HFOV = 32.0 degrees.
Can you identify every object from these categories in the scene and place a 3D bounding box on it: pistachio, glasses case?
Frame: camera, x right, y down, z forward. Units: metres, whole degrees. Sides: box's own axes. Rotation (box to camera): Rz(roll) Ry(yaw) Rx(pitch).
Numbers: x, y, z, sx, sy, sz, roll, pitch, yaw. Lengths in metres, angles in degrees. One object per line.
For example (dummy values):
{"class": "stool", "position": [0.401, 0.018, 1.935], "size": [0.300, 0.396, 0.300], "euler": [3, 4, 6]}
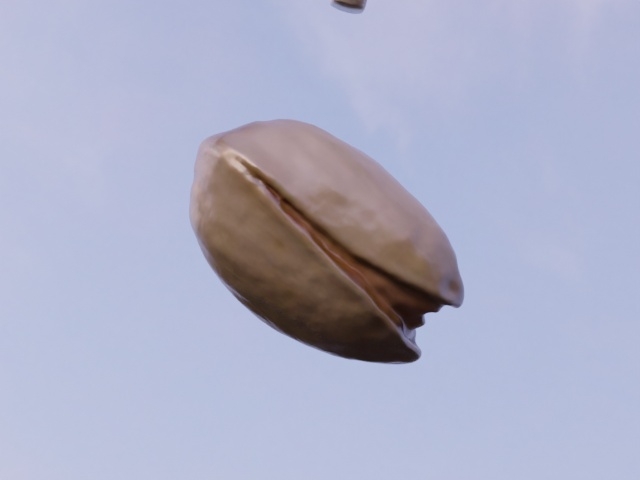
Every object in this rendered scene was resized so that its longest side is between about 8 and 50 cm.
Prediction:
{"class": "pistachio", "position": [0.000, 0.000, 0.670], "size": [0.185, 0.124, 0.124], "euler": [33, -29, 23]}
{"class": "glasses case", "position": [0.025, -0.220, 1.023], "size": [0.032, 0.021, 0.083], "euler": [14, 10, -4]}
